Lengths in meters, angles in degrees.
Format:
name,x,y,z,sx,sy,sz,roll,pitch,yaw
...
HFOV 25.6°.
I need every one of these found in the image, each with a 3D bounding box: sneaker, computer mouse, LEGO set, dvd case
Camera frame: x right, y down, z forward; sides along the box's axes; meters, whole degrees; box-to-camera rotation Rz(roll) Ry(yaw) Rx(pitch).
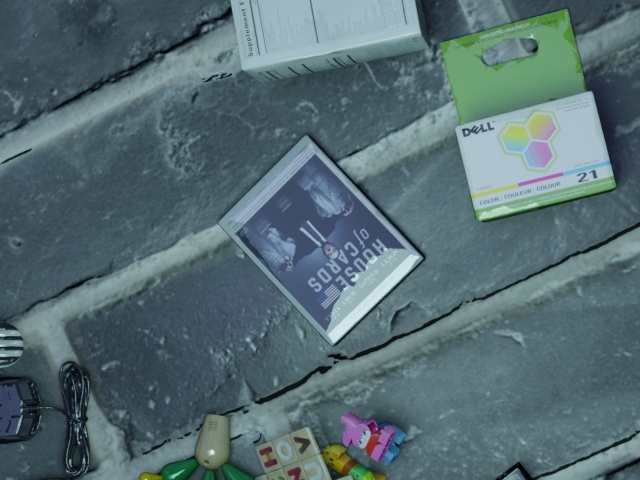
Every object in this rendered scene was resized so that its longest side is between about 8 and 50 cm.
name,x,y,z,sx,sy,sz,roll,pitch,yaw
sneaker,-0.539,0.158,1.984,0.228,0.132,0.086,5,75,-16
computer mouse,-0.448,0.279,2.012,0.261,0.060,0.184,-8,83,-1
LEGO set,0.038,0.301,1.896,0.093,0.087,0.227,34,123,19
dvd case,0.000,0.000,1.949,0.179,0.029,0.239,-44,81,7

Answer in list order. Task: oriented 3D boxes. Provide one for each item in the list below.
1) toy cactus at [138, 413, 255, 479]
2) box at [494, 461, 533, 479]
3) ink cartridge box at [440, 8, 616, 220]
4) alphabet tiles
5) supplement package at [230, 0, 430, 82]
name,x,y,z,sx,sy,sz,roll,pitch,yaw
toy cactus,-0.162,0.329,1.939,0.218,0.112,0.181,2,78,25
box,0.246,0.342,1.876,0.083,0.062,0.052,-38,84,7
ink cartridge box,0.269,-0.168,1.869,0.188,0.097,0.255,-14,87,10
alphabet tiles,-0.007,0.373,1.892,0.198,0.009,0.237,-29,82,45
supplement package,0.012,-0.308,1.901,0.244,0.134,0.139,-10,87,10
